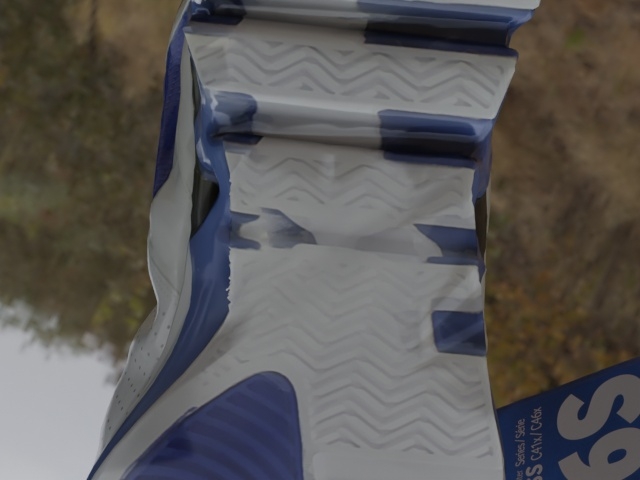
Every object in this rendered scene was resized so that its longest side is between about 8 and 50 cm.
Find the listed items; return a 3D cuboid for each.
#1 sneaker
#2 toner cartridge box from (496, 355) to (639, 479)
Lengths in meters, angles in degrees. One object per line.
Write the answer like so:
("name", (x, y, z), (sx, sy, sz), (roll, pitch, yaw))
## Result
("sneaker", (0.000, -0.001, 0.562), (0.128, 0.315, 0.182), (10, -170, -2))
("toner cartridge box", (0.118, 0.210, 0.818), (0.075, 0.165, 0.347), (54, -156, -26))
